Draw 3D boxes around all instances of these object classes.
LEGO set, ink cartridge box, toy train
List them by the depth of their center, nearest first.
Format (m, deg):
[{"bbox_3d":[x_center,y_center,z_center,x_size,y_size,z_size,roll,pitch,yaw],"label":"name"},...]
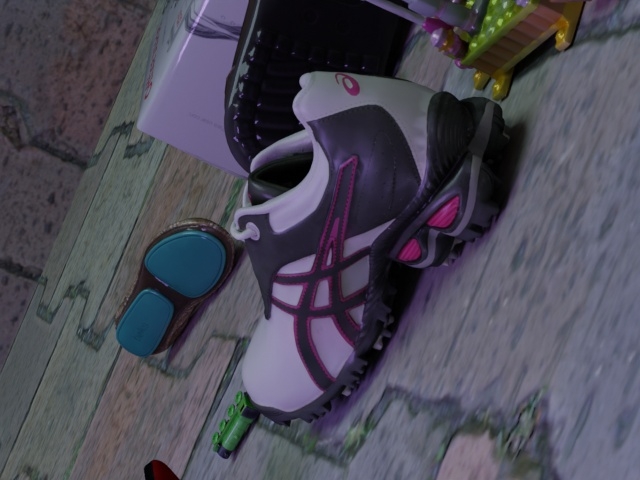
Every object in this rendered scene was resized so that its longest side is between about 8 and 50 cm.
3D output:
[{"bbox_3d":[0.076,-0.157,1.105,0.132,0.107,0.287,-64,12,14],"label":"LEGO set"},{"bbox_3d":[-0.051,0.116,1.359,0.083,0.017,0.023,-61,24,24],"label":"toy train"},{"bbox_3d":[-0.049,-0.225,1.732,0.283,0.117,0.207,-61,14,24],"label":"ink cartridge box"}]

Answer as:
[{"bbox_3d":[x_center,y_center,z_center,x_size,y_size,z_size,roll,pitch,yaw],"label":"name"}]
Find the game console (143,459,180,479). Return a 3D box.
[{"bbox_3d":[-0.086,0.216,1.176,0.085,0.124,0.144,-39,15,2],"label":"game console"}]

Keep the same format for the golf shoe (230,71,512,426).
[{"bbox_3d":[0.000,0.000,1.118,0.273,0.120,0.105,123,163,-44],"label":"golf shoe"}]

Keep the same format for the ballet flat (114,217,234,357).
[{"bbox_3d":[-0.121,0.025,1.708,0.206,0.073,0.067,-47,9,49],"label":"ballet flat"}]

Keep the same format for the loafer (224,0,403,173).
[{"bbox_3d":[0.010,-0.216,1.428,0.366,0.134,0.130,-67,12,-2],"label":"loafer"}]
